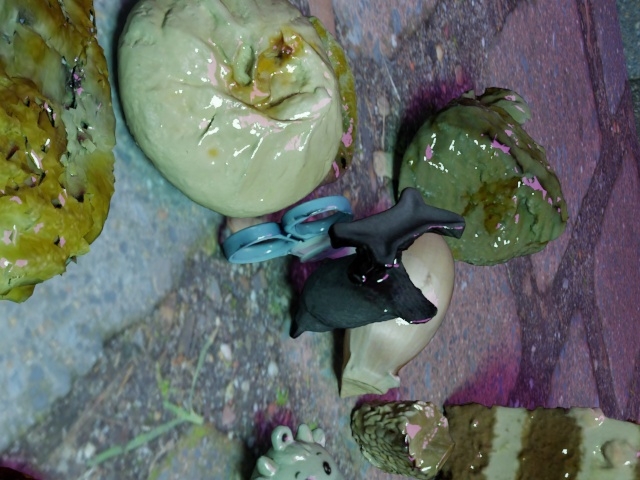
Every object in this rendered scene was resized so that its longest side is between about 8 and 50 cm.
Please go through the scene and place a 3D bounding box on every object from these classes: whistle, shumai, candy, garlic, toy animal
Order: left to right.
[{"bbox_3d":[-0.010,0.290,0.814,0.102,0.106,0.253,-17,107,-16],"label":"whistle"},{"bbox_3d":[0.051,0.052,0.823,0.117,0.210,0.121,47,52,11],"label":"toy animal"},{"bbox_3d":[0.093,0.039,0.970,0.128,0.149,0.266,54,45,-26],"label":"garlic"},{"bbox_3d":[0.094,0.226,0.976,0.085,0.110,0.095,-38,109,-43],"label":"candy"},{"bbox_3d":[0.211,-0.101,1.170,0.256,0.189,0.218,44,32,-29],"label":"shumai"}]

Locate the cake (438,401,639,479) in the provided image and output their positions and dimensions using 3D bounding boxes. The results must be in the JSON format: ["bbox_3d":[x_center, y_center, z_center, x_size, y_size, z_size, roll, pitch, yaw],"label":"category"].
[{"bbox_3d":[0.326,0.387,1.181,0.256,0.291,0.281,40,58,-49],"label":"cake"}]

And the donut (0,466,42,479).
[{"bbox_3d":[-0.205,0.215,0.537,0.140,0.059,0.140,17,70,-57],"label":"donut"}]

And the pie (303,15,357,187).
[{"bbox_3d":[-0.016,-0.144,0.888,0.187,0.041,0.186,5,84,-58],"label":"pie"}]

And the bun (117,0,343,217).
[{"bbox_3d":[-0.058,-0.128,0.709,0.222,0.128,0.222,13,72,-47],"label":"bun"}]

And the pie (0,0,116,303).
[{"bbox_3d":[-0.248,-0.166,0.382,0.395,0.181,0.417,3,76,-59],"label":"pie"}]

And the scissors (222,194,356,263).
[{"bbox_3d":[0.000,0.000,0.862,0.030,0.125,0.256,70,16,12],"label":"scissors"}]
